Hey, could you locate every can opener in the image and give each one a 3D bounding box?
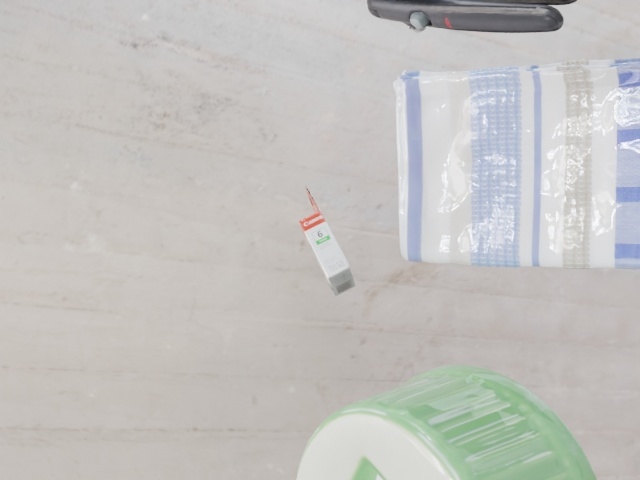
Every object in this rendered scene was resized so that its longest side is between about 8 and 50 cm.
[{"bbox_3d":[0.105,-0.184,0.600,0.073,0.186,0.059,34,86,-50],"label":"can opener"}]

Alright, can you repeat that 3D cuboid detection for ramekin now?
[{"bbox_3d":[0.109,0.282,0.771,0.148,0.303,0.303,-3,83,-41],"label":"ramekin"}]

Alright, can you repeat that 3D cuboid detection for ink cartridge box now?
[{"bbox_3d":[0.000,0.000,0.882,0.029,0.063,0.115,-27,66,-3],"label":"ink cartridge box"}]

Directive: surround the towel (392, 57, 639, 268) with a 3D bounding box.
[{"bbox_3d":[0.208,-0.074,0.793,0.034,0.285,0.209,-12,103,-62],"label":"towel"}]
